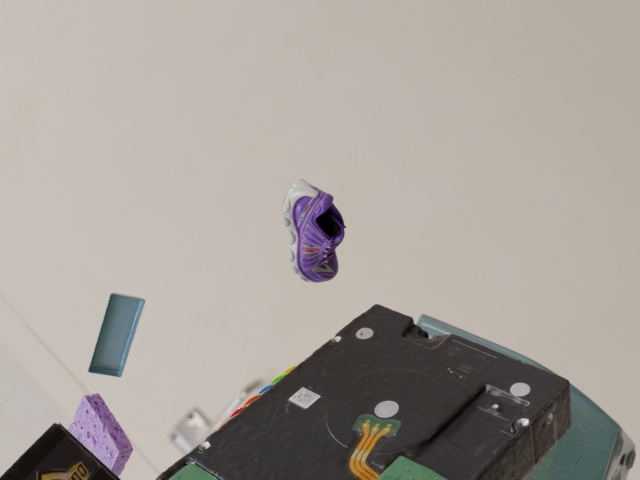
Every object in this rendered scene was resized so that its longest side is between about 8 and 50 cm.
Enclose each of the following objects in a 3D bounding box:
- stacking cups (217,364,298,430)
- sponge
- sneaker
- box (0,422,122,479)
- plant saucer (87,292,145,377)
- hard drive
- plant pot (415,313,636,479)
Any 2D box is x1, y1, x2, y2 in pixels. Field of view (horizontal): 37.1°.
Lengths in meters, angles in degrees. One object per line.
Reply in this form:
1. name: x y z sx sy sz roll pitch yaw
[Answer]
1. stacking cups: -0.076 0.269 1.440 0.096 0.096 0.316 -56 -11 16
2. sponge: -0.357 0.345 1.455 0.031 0.117 0.210 -6 -45 -47
3. sneaker: 0.000 0.000 1.167 0.068 0.071 0.170 -56 -28 -27
4. box: -0.228 0.357 0.892 0.073 0.293 0.295 -47 2 25
5. plant saucer: -0.389 0.179 1.812 0.067 0.018 0.192 12 -60 -19
6. hard drive: 0.029 0.198 0.827 0.339 0.237 0.064 -35 -52 -34
7. plant pot: 0.227 0.262 1.135 0.247 0.252 0.248 39 -111 -58
